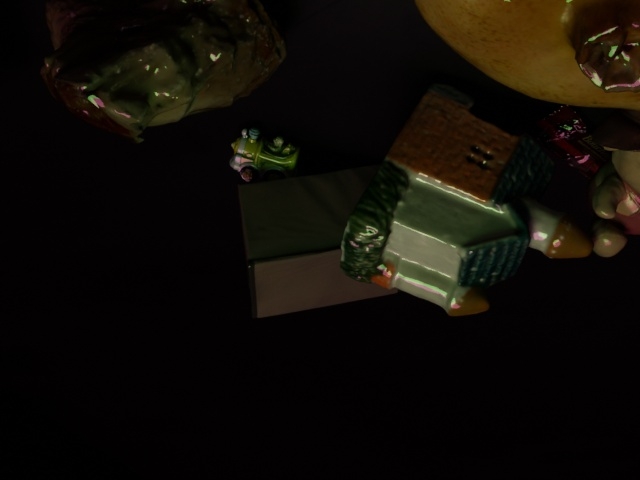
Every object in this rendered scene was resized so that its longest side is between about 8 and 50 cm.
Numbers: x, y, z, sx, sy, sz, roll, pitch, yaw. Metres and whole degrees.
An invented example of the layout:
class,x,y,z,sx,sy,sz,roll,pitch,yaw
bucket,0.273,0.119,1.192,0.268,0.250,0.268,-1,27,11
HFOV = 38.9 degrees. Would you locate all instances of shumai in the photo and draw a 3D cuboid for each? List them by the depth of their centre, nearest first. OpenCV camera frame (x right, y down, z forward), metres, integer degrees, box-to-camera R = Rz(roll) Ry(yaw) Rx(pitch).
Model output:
class,x,y,z,sx,sy,sz,roll,pitch,yaw
shumai,-0.227,-0.217,1.171,0.346,0.283,0.217,9,145,11

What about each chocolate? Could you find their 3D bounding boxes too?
class,x,y,z,sx,sy,sz,roll,pitch,yaw
chocolate,0.369,-0.123,1.258,0.182,0.028,0.086,36,142,-23

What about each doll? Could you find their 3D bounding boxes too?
class,x,y,z,sx,sy,sz,roll,pitch,yaw
doll,0.420,-0.099,1.116,0.152,0.196,0.255,36,143,28

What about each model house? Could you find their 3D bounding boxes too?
class,x,y,z,sx,sy,sz,roll,pitch,yaw
model house,0.207,-0.025,1.204,0.301,0.271,0.190,25,151,15

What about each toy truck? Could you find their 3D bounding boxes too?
class,x,y,z,sx,sy,sz,roll,pitch,yaw
toy truck,-0.087,-0.135,1.430,0.111,0.076,0.076,16,124,-1

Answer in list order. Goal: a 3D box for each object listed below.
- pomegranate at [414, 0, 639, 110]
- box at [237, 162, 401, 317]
class,x,y,z,sx,sy,sz,roll,pitch,yaw
pomegranate,0.251,-0.290,0.728,0.417,0.416,0.416,13,148,8
box,0.000,0.000,1.429,0.252,0.153,0.188,-10,150,-8
